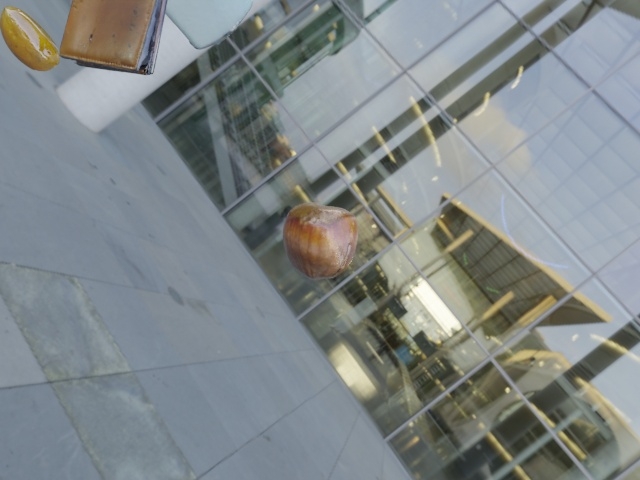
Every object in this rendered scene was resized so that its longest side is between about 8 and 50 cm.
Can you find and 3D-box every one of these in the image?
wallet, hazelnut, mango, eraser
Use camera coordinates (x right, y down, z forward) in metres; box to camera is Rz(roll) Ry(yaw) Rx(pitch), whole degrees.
[{"bbox_3d":[-0.332,-0.375,0.803,0.160,0.196,0.042,12,-2,13],"label":"wallet"},{"bbox_3d":[0.000,0.000,0.955,0.150,0.150,0.150,52,0,0],"label":"hazelnut"},{"bbox_3d":[-0.519,-0.359,0.868,0.114,0.060,0.080,51,18,-34],"label":"mango"},{"bbox_3d":[-0.280,-0.566,1.064,0.104,0.189,0.290,58,7,16],"label":"eraser"}]
